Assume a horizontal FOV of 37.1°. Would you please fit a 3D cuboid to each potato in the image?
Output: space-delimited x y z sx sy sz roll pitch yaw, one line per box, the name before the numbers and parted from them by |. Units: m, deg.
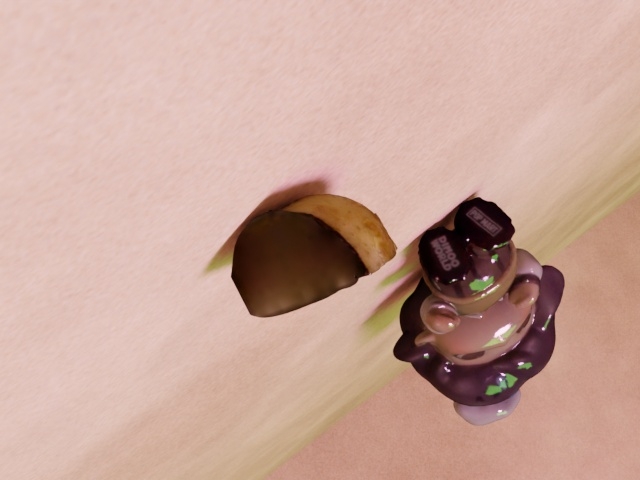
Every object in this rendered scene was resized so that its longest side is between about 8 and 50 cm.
potato | 0.000 0.000 0.650 0.096 0.066 0.103 -19 -175 24

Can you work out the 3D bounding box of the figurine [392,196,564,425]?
figurine | 0.214 0.087 1.205 0.218 0.206 0.365 -51 168 -13
